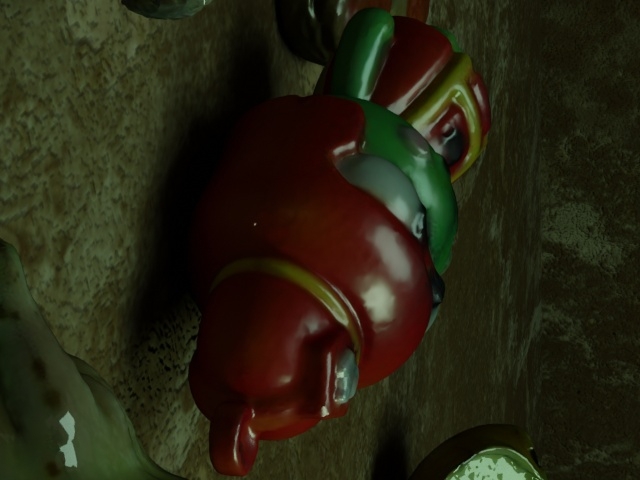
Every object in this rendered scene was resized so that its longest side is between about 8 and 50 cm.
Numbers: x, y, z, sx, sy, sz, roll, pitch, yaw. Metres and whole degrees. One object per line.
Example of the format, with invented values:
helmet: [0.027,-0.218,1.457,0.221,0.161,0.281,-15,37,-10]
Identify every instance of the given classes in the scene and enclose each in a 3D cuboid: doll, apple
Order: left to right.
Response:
doll: [0.001,0.000,0.837,0.363,0.160,0.183,-67,154,-44]
apple: [0.148,0.365,1.398,0.254,0.179,0.346,10,86,-62]

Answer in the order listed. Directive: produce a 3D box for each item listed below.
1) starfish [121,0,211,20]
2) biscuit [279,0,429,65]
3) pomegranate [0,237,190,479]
starfish: [-0.072,-0.254,0.631,0.303,0.113,0.312,-68,153,-47]
biscuit: [0.042,-0.338,1.067,0.368,0.076,0.394,-30,122,-72]
pomegranate: [-0.081,0.144,0.485,0.222,0.204,0.277,119,-21,-82]
